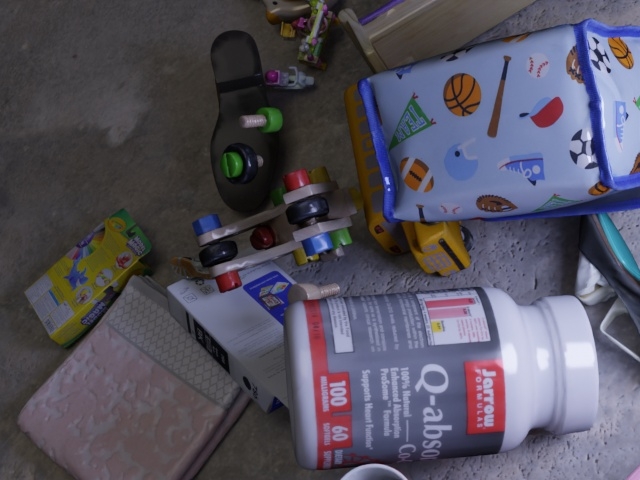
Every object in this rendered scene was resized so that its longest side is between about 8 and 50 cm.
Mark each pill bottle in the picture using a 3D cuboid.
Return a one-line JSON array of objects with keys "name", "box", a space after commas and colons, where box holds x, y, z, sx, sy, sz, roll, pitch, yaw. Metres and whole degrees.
[{"name": "pill bottle", "box": [0.142, 0.165, 1.514, 0.363, 0.210, 0.210, -5, 55, -4]}]

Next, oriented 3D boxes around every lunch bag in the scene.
[{"name": "lunch bag", "box": [0.295, -0.145, 1.593, 0.328, 0.385, 0.238, -7, 94, 35]}]

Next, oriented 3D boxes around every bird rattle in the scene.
[{"name": "bird rattle", "box": [-0.023, -0.478, 2.162, 0.254, 0.143, 0.206, -10, 68, 8]}]

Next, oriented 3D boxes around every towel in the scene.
[{"name": "towel", "box": [-0.276, 0.237, 1.868, 0.332, 0.053, 0.317, 29, 78, 39]}]

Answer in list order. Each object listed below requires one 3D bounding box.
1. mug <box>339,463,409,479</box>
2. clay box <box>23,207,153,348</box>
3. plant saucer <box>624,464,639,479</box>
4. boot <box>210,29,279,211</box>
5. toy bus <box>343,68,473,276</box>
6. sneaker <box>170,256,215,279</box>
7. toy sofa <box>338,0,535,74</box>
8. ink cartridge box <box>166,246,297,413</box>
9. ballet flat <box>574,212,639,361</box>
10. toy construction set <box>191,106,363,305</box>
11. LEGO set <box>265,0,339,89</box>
[{"name": "mug", "box": [0.100, 0.353, 1.507, 0.150, 0.169, 0.113, 38, 88, 24]}, {"name": "clay box", "box": [-0.374, 0.060, 2.031, 0.222, 0.053, 0.127, -40, 50, -1]}, {"name": "plant saucer", "box": [0.470, 0.374, 1.351, 0.332, 0.084, 0.332, -13, 56, 20]}, {"name": "boot", "box": [-0.124, -0.186, 2.030, 0.112, 0.115, 0.305, -4, 75, 1]}, {"name": "toy bus", "box": [0.128, -0.098, 1.818, 0.130, 0.108, 0.332, -21, 53, 17]}, {"name": "sneaker", "box": [-0.182, 0.040, 1.827, 0.083, 0.037, 0.031, 12, 112, 18]}, {"name": "toy sofa", "box": [0.215, -0.390, 1.927, 0.363, 0.150, 0.177, -31, 52, 9]}, {"name": "ink cartridge box", "box": [-0.068, 0.139, 1.763, 0.165, 0.065, 0.333, -25, 43, -26]}, {"name": "ballet flat", "box": [0.387, 0.069, 1.585, 0.096, 0.095, 0.280, -38, 49, 14]}, {"name": "toy construction set", "box": [0.000, 0.000, 1.746, 0.309, 0.237, 0.257, 53, 128, 23]}, {"name": "LEGO set", "box": [-0.038, -0.397, 2.039, 0.132, 0.107, 0.287, -6, 82, 5]}]
